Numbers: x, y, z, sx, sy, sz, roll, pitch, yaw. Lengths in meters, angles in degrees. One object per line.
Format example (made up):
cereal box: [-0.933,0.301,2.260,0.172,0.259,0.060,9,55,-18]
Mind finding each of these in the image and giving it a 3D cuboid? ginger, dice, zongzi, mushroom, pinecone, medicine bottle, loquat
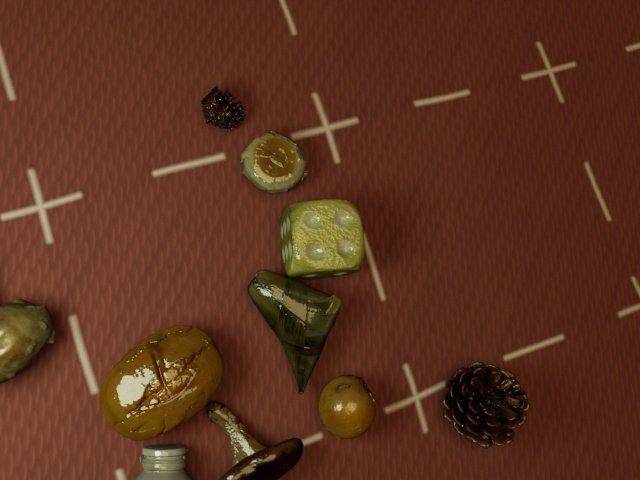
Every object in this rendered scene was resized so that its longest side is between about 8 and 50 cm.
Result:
ginger: [-0.723,0.167,1.282,0.304,0.155,0.244,44,76,-2]
dice: [0.000,0.000,1.465,0.169,0.169,0.166,-2,79,-13]
zongzi: [-0.091,0.206,1.443,0.221,0.112,0.242,23,84,-4]
mushroom: [-0.170,0.441,1.380,0.227,0.148,0.217,-22,69,-20]
pinecone: [-0.239,-0.315,1.518,0.109,0.102,0.102,42,72,-31]
medicine bottle: [-0.333,0.545,1.306,0.135,0.135,0.215,3,79,-12]
loquat: [0.058,0.380,1.424,0.141,0.141,0.141,2,79,-12]
pinecone: [0.397,0.382,1.469,0.208,0.208,0.207,2,79,-12]

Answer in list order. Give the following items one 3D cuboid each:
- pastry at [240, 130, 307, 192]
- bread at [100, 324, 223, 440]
pastry: [-0.112,-0.190,1.520,0.166,0.088,0.165,3,80,-15]
bread: [-0.339,0.304,1.349,0.270,0.142,0.195,-36,88,-14]
